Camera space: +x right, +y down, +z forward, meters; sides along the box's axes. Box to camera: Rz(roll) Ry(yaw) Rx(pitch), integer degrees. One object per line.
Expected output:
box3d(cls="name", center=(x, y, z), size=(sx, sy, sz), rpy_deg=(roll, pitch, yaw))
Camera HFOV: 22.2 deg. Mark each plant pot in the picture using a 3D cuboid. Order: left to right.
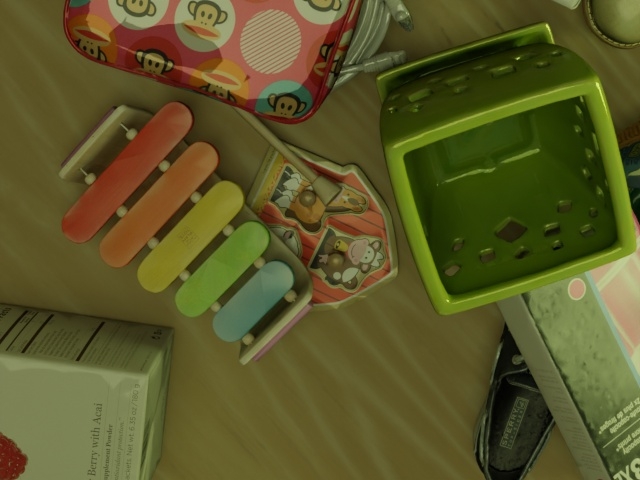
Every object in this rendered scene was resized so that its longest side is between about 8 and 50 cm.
box3d(cls="plant pot", center=(0.182, -0.091, 1.713), size=(0.228, 0.207, 0.227), rpy_deg=(-17, 123, 3))

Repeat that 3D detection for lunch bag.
box3d(cls="lunch bag", center=(-0.098, -0.276, 1.670), size=(0.293, 0.120, 0.258), rpy_deg=(20, 104, 1))

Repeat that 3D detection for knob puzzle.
box3d(cls="knob puzzle", center=(0.000, 0.000, 1.870), size=(0.213, 0.030, 0.213), rpy_deg=(1, 104, 4))

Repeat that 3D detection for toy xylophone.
box3d(cls="toy xylophone", center=(-0.127, -0.033, 1.827), size=(0.323, 0.081, 0.236), rpy_deg=(38, 103, 5))

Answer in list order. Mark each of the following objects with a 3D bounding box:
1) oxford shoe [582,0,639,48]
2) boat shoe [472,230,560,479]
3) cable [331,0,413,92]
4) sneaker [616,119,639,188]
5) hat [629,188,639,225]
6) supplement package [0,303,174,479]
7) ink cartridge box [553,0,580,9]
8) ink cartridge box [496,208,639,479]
box3d(cls="oxford shoe", center=(0.395, -0.373, 1.683), size=(0.140, 0.146, 0.397), rpy_deg=(26, 106, -5))
box3d(cls="boat shoe", center=(0.242, 0.140, 1.848), size=(0.108, 0.102, 0.301), rpy_deg=(19, 105, 0))
box3d(cls="cable", center=(-0.047, -0.276, 1.774), size=(0.257, 0.089, 0.257), rpy_deg=(-20, 101, 10))
box3d(cls="sneaker", center=(0.455, -0.079, 1.745), size=(0.296, 0.112, 0.131), rpy_deg=(-10, 125, 11))
box3d(cls="hat", center=(0.430, 0.017, 1.760), size=(0.208, 0.183, 0.173), rpy_deg=(7, 105, 3))
box3d(cls="supplement package", center=(-0.331, 0.186, 1.867), size=(0.293, 0.175, 0.177), rpy_deg=(8, 106, 3))
box3d(cls="ink cartridge box", center=(0.205, -0.372, 1.635), size=(0.198, 0.270, 0.197), rpy_deg=(26, 105, -2))
box3d(cls="ink cartridge box", center=(0.338, 0.161, 1.812), size=(0.176, 0.069, 0.371), rpy_deg=(-35, 109, -23))
